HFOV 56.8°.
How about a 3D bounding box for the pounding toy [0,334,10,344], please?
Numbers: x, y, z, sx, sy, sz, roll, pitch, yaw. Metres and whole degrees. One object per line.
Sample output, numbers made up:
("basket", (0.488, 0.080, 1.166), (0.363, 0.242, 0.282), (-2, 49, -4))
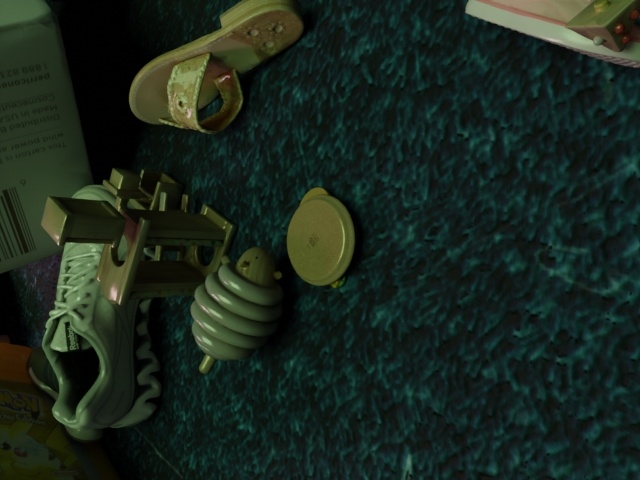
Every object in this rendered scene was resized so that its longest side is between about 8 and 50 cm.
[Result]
("pounding toy", (-0.551, 0.253, 0.976), (0.181, 0.094, 0.206), (-43, 61, 33))

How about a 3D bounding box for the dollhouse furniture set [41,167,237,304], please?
("dollhouse furniture set", (-0.216, -0.008, 0.614), (0.161, 0.182, 0.101), (34, 111, 39))

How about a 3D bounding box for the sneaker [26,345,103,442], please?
("sneaker", (-0.330, 0.178, 0.799), (0.192, 0.064, 0.086), (34, 103, 39))

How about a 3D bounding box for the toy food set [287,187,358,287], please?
("toy food set", (0.000, 0.000, 0.522), (0.083, 0.020, 0.082), (36, 112, 38))

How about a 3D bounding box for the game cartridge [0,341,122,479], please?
("game cartridge", (-0.403, 0.221, 0.712), (0.324, 0.285, 0.052), (41, 96, 36))

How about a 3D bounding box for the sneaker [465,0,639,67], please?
("sneaker", (0.154, -0.157, 0.365), (0.134, 0.051, 0.070), (43, 121, 41))

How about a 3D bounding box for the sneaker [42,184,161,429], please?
("sneaker", (-0.258, 0.072, 0.682), (0.110, 0.118, 0.291), (-13, 80, 22))

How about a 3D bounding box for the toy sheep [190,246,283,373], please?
("toy sheep", (-0.080, 0.066, 0.551), (0.091, 0.091, 0.132), (33, 104, 39))

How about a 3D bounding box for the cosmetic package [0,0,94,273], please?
("cosmetic package", (-0.515, -0.179, 0.735), (0.393, 0.330, 0.327), (48, 148, 33))

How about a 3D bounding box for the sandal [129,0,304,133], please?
("sandal", (-0.111, -0.147, 0.589), (0.240, 0.088, 0.079), (-24, 65, 35))

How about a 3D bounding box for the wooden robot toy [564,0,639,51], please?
("wooden robot toy", (0.222, -0.126, 0.301), (0.173, 0.079, 0.076), (-28, 29, 19))
